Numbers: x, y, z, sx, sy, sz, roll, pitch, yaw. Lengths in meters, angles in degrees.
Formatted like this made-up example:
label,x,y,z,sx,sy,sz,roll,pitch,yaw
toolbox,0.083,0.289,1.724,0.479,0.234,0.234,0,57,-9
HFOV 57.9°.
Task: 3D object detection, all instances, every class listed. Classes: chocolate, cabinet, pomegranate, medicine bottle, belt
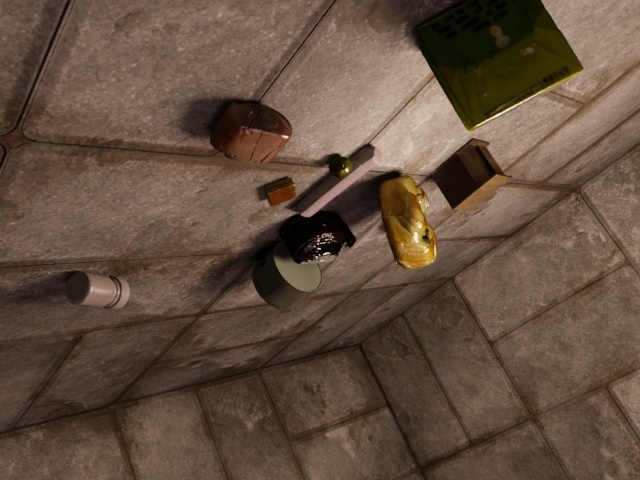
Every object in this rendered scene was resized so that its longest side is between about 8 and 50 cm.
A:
label,x,y,z,sx,sy,sz,roll,pitch,yaw
chocolate,0.428,-0.447,1.423,0.301,0.288,0.137,-27,170,3
cabinet,0.572,-0.244,2.184,0.148,0.174,0.215,-1,146,-48
pomegranate,0.056,-0.226,1.793,0.073,0.073,0.085,-8,176,-39
medicine bottle,-0.678,0.154,1.763,0.105,0.105,0.168,-33,158,16
belt,0.000,0.000,2.106,0.289,0.164,0.184,-3,140,-45

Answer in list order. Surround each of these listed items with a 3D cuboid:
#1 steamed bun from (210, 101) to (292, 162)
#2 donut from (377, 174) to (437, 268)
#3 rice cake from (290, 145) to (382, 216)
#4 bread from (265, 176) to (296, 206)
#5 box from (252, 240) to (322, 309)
label,x,y,z,sx,sy,sz,roll,pitch,yaw
steamed bun,-0.171,-0.262,1.407,0.175,0.106,0.145,7,148,-33
donut,0.321,-0.069,2.106,0.170,0.360,0.360,-16,161,14
rice cake,0.051,-0.185,1.891,0.365,0.056,0.073,-37,154,24
bread,-0.124,-0.151,1.793,0.090,0.035,0.094,-23,159,-8
box,-0.126,0.132,2.175,0.226,0.226,0.149,0,146,-49
